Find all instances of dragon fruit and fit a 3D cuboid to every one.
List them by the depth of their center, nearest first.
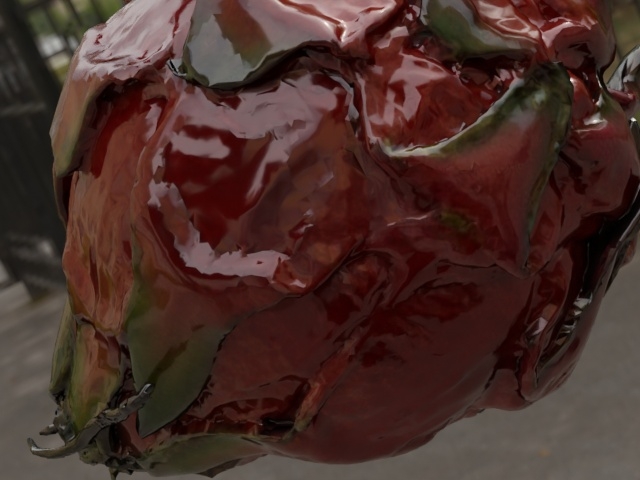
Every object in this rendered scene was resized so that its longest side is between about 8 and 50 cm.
[{"bbox_3d":[0.000,0.000,0.608,0.293,0.234,0.234,-62,3,14],"label":"dragon fruit"}]
